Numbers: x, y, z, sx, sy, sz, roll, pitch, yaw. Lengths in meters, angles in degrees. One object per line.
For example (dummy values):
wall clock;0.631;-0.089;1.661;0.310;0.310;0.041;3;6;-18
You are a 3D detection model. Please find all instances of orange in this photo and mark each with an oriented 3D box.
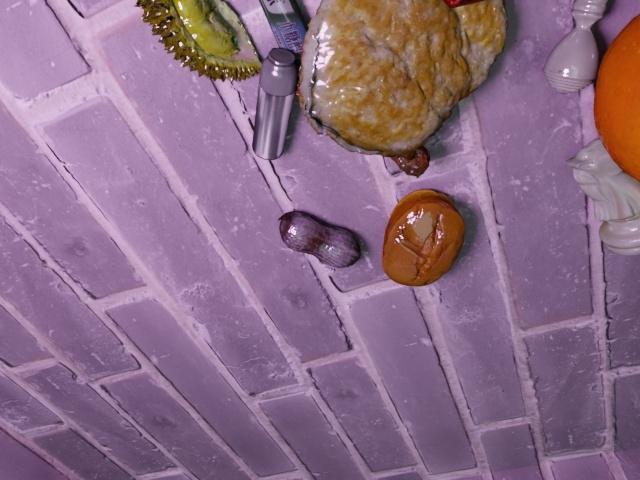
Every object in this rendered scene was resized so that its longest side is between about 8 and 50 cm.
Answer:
orange;0.737;-0.290;0.914;0.423;0.326;0.424;-8;133;-9

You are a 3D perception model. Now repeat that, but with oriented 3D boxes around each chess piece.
chess piece;0.730;-0.123;1.170;0.175;0.176;0.298;-28;109;21

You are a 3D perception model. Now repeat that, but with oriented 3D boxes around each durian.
durian;-0.266;-0.463;0.966;0.169;0.158;0.352;-40;123;-12

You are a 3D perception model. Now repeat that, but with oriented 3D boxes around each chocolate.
chocolate;0.000;0.000;1.291;0.247;0.110;0.110;20;125;-17

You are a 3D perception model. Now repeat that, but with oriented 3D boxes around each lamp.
lamp;0.523;-0.396;0.982;0.106;0.106;0.193;4;120;-1

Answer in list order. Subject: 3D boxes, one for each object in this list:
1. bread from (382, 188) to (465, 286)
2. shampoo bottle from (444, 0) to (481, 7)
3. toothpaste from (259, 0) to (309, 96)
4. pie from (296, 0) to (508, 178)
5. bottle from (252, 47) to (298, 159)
bread;0.262;0.000;1.263;0.195;0.143;0.270;13;129;-8
shampoo bottle;0.337;-0.488;0.857;0.260;0.064;0.102;-23;146;-22
toothpaste;-0.070;-0.443;0.982;0.098;0.061;0.392;-15;127;19
pie;0.150;-0.371;0.969;0.394;0.180;0.418;16;116;-24
bottle;-0.104;-0.296;1.064;0.079;0.096;0.254;-8;144;-20
